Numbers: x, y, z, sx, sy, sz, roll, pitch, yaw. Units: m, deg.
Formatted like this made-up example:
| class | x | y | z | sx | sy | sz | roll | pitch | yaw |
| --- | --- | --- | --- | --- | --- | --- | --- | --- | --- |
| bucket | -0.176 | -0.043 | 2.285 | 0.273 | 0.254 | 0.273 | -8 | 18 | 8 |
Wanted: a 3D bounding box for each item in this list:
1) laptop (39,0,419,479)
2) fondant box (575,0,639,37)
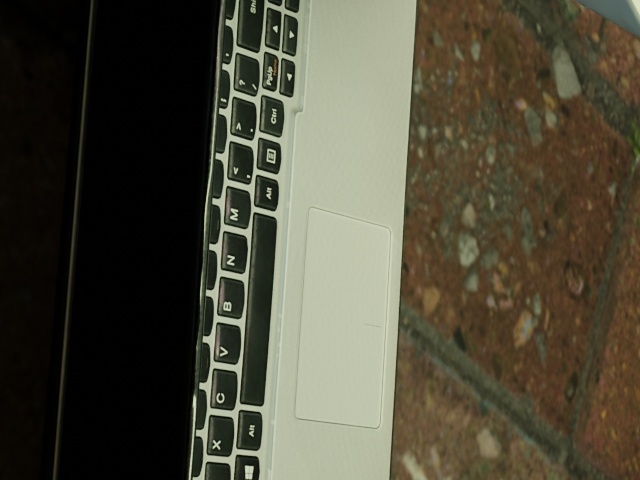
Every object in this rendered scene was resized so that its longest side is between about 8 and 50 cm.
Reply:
| class | x | y | z | sx | sy | sz | roll | pitch | yaw |
| --- | --- | --- | --- | --- | --- | --- | --- | --- | --- |
| laptop | 0.000 | 0.000 | 0.829 | 0.408 | 0.236 | 0.382 | 14 | 77 | -50 |
| fondant box | 0.061 | -0.256 | 0.865 | 0.096 | 0.330 | 0.238 | -38 | 123 | -5 |
